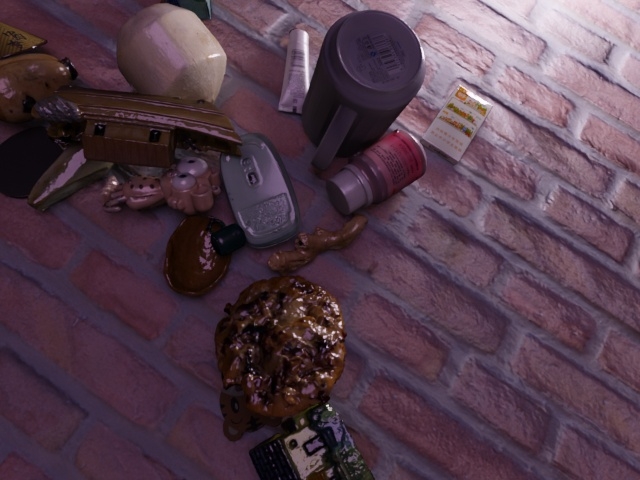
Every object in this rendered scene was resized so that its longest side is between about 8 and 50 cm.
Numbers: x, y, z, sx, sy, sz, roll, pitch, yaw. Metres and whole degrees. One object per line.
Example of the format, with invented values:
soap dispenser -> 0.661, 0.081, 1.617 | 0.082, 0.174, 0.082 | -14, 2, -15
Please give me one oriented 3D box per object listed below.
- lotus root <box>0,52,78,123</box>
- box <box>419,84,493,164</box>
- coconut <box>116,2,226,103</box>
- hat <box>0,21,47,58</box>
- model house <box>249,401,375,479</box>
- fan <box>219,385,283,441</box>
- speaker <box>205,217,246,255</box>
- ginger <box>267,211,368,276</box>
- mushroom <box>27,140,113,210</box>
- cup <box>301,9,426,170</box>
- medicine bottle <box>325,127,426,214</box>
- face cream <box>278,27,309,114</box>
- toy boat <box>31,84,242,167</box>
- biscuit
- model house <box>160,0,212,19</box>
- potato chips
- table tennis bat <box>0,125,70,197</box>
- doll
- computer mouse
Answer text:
lotus root -> -0.717, -0.365, 1.171 | 0.256, 0.140, 0.154 | -34, 66, -26
box -> 0.384, -0.329, 1.363 | 0.122, 0.032, 0.220 | 34, 72, 5
coconut -> -0.357, -0.425, 1.189 | 0.245, 0.245, 0.247 | -36, 99, -17
hat -> -0.782, -0.498, 1.179 | 0.192, 0.082, 0.193 | -8, 33, 5
model house -> -0.032, 0.460, 0.981 | 0.211, 0.170, 0.194 | -26, 80, -14
fan -> -0.169, 0.312, 1.065 | 0.152, 0.008, 0.227 | -26, 63, 13
speaker -> -0.226, -0.010, 1.136 | 0.075, 0.060, 0.094 | -28, 47, -30
ginger -> 0.000, 0.000, 1.185 | 0.288, 0.075, 0.089 | -29, 106, -15
mushroom -> -0.559, -0.200, 1.163 | 0.107, 0.087, 0.333 | 33, 73, -12
cup -> 0.074, -0.333, 1.157 | 0.236, 0.327, 0.323 | 28, 75, -5
medicine bottle -> 0.139, -0.168, 1.220 | 0.247, 0.147, 0.147 | -33, 79, -16
face cream -> -0.064, -0.464, 1.337 | 0.092, 0.058, 0.244 | 5, 77, -12
toy boat -> -0.397, -0.245, 1.081 | 0.445, 0.136, 0.162 | 3, 73, -8
biscuit -> -0.087, 0.207, 1.039 | 0.289, 0.081, 0.334 | -8, 48, -4
model house -> -0.383, -0.684, 1.337 | 0.148, 0.119, 0.148 | -8, 73, -2
potato chips -> -0.289, 0.035, 1.141 | 0.150, 0.049, 0.202 | 15, 70, -23
table tennis bat -> -0.667, -0.224, 1.191 | 0.301, 0.022, 0.173 | -40, 83, -17
doll -> -0.376, -0.118, 1.144 | 0.277, 0.119, 0.154 | -7, 39, -8
computer mouse -> -0.150, -0.125, 1.191 | 0.159, 0.097, 0.289 | -21, 85, 1
